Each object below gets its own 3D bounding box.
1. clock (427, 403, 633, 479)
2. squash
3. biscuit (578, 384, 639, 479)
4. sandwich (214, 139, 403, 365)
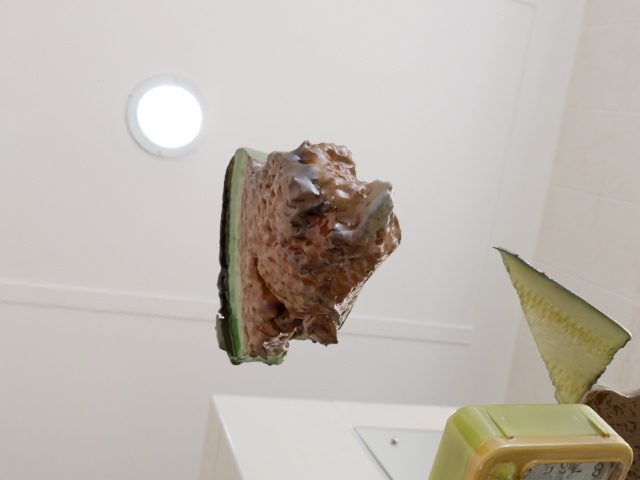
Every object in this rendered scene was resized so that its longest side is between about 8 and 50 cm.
[{"bbox_3d":[0.233,0.262,0.866,0.202,0.096,0.144,4,-69,-22],"label":"clock"},{"bbox_3d":[0.350,0.139,1.263,0.252,0.093,0.170,35,-78,13],"label":"squash"},{"bbox_3d":[0.709,0.329,1.436,0.431,0.064,0.283,-22,-84,3],"label":"biscuit"},{"bbox_3d":[0.000,0.000,0.811,0.161,0.301,0.251,1,-101,-25],"label":"sandwich"}]
